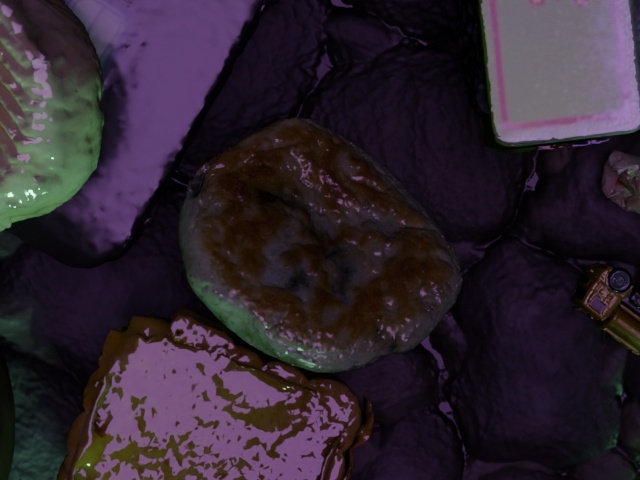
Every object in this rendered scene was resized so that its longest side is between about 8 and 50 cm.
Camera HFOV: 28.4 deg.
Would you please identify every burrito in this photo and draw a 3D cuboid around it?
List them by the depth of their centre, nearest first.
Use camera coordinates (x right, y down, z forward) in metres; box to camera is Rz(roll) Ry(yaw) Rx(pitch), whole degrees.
[{"bbox_3d":[0.336,-0.030,1.120,0.188,0.045,0.058,18,103,-7],"label":"burrito"}]

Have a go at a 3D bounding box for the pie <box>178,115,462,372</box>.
[{"bbox_3d":[0.000,0.000,1.041,0.241,0.054,0.240,9,57,-14],"label":"pie"}]

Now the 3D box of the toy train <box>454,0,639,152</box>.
[{"bbox_3d":[0.235,-0.216,1.052,0.249,0.173,0.307,-5,93,5],"label":"toy train"}]

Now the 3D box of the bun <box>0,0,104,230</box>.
[{"bbox_3d":[-0.257,-0.118,0.937,0.244,0.153,0.243,3,100,19],"label":"bun"}]

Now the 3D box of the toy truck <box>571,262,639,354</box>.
[{"bbox_3d":[0.264,0.057,1.116,0.083,0.049,0.054,36,90,-6],"label":"toy truck"}]

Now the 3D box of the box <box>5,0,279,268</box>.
[{"bbox_3d":[-0.238,-0.194,1.051,0.350,0.091,0.359,30,90,-4],"label":"box"}]

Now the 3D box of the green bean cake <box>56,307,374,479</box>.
[{"bbox_3d":[-0.092,0.185,1.053,0.230,0.131,0.224,21,88,-2],"label":"green bean cake"}]

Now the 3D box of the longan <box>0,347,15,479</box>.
[{"bbox_3d":[-0.382,0.149,0.953,0.297,0.297,0.297,0,92,-4],"label":"longan"}]
